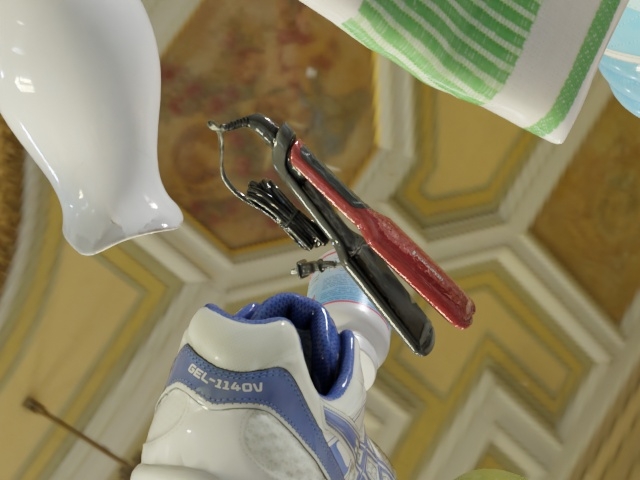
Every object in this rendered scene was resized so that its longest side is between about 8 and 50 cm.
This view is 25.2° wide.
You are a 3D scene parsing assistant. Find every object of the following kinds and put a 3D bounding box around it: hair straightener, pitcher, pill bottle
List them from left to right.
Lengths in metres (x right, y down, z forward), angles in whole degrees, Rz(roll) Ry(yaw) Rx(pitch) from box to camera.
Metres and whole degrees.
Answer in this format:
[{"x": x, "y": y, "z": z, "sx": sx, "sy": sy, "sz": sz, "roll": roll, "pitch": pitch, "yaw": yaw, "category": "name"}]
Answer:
[{"x": -0.181, "y": -0.100, "z": 1.071, "sx": 0.126, "sy": 0.178, "sz": 0.207, "roll": -18, "pitch": -82, "yaw": -20, "category": "pitcher"}, {"x": 0.000, "y": 0.000, "z": 1.011, "sx": 0.230, "sy": 0.089, "sz": 0.047, "roll": 42, "pitch": -147, "yaw": -10, "category": "hair straightener"}, {"x": 0.026, "y": 0.080, "z": 1.402, "sx": 0.087, "sy": 0.160, "sz": 0.087, "roll": 3, "pitch": -58, "yaw": 5, "category": "pill bottle"}]

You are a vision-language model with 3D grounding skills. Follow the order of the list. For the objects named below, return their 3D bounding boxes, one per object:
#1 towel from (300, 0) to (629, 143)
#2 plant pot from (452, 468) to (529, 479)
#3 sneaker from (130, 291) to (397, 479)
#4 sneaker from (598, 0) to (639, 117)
[{"x": 0.037, "y": -0.204, "z": 0.529, "sx": 0.325, "sy": 0.038, "sz": 0.247, "roll": 29, "pitch": -95, "yaw": -39, "category": "towel"}, {"x": 0.197, "y": 0.373, "z": 1.599, "sx": 0.275, "sy": 0.293, "sz": 0.274, "roll": 0, "pitch": -75, "yaw": 1, "category": "plant pot"}, {"x": -0.007, "y": 0.096, "z": 0.737, "sx": 0.296, "sy": 0.112, "sz": 0.130, "roll": 24, "pitch": -101, "yaw": -79, "category": "sneaker"}, {"x": 0.305, "y": -0.167, "z": 0.970, "sx": 0.127, "sy": 0.319, "sz": 0.208, "roll": -51, "pitch": -58, "yaw": -27, "category": "sneaker"}]
